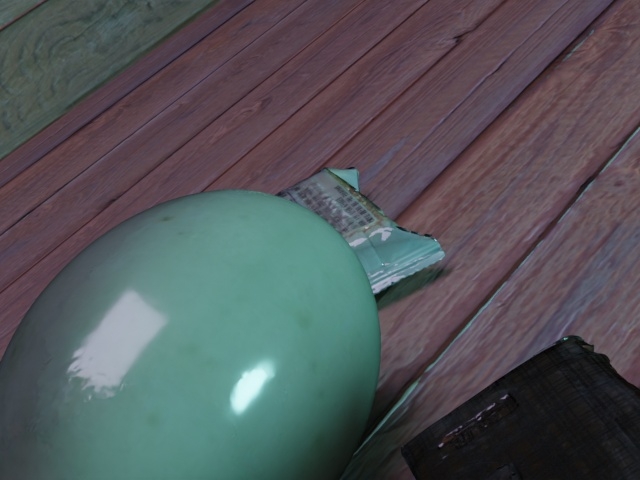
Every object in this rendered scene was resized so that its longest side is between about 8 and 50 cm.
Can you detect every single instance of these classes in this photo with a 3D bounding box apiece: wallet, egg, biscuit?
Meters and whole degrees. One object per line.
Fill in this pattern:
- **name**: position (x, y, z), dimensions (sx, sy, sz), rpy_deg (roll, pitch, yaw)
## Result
- **wallet**: position (0.155, 0.158, 0.815), dimensions (0.169, 0.044, 0.317), rpy_deg (-35, 16, 1)
- **egg**: position (-0.103, 0.118, 0.996), dimensions (0.276, 0.276, 0.389), rpy_deg (-7, 28, 39)
- **biscuit**: position (0.004, -0.002, 1.393), dimensions (0.186, 0.079, 0.309), rpy_deg (-28, 22, -8)
